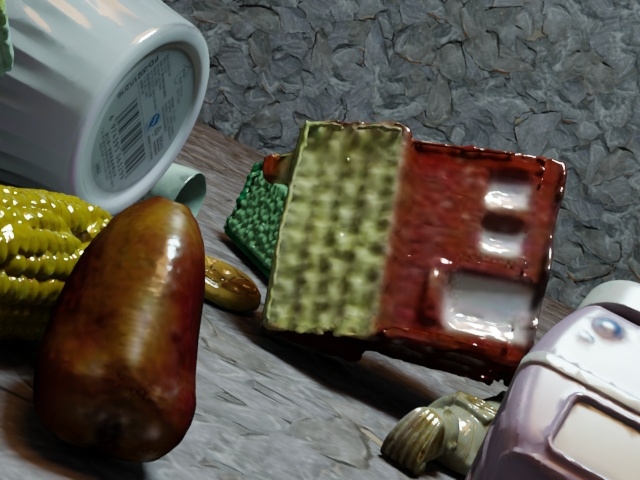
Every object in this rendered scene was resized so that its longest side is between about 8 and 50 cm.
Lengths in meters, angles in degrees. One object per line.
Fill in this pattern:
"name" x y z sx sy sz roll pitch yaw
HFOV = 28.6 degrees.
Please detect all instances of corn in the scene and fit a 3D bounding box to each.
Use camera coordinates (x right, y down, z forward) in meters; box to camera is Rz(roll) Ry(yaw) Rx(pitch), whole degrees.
"corn" -0.192 0.012 0.714 0.097 0.097 0.262 29 9 22

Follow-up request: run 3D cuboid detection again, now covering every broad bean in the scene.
"broad bean" -0.102 0.044 0.678 0.084 0.114 0.165 28 46 -21

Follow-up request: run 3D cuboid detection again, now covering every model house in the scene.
"model house" 0.062 0.011 1.093 0.254 0.196 0.160 12 -11 1

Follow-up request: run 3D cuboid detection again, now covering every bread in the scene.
"bread" -0.104 0.034 1.152 0.110 0.024 0.110 24 8 -4

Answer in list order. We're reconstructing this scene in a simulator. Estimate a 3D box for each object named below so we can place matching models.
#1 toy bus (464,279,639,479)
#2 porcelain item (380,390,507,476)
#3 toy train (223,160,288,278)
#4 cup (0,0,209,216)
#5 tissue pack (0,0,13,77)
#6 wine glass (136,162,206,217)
"toy bus" 0.123 0.138 0.543 0.142 0.202 0.142 27 39 14
"porcelain item" 0.114 0.149 0.977 0.084 0.054 0.213 28 8 30
"toy train" 0.000 0.000 1.411 0.154 0.115 0.269 28 6 -28
"cup" -0.307 -0.192 1.176 0.371 0.253 0.253 31 8 16
"tissue pack" -0.397 -0.157 0.780 0.388 0.162 0.287 23 -6 -10
"wine glass" -0.205 -0.072 1.387 0.155 0.073 0.073 26 7 21
